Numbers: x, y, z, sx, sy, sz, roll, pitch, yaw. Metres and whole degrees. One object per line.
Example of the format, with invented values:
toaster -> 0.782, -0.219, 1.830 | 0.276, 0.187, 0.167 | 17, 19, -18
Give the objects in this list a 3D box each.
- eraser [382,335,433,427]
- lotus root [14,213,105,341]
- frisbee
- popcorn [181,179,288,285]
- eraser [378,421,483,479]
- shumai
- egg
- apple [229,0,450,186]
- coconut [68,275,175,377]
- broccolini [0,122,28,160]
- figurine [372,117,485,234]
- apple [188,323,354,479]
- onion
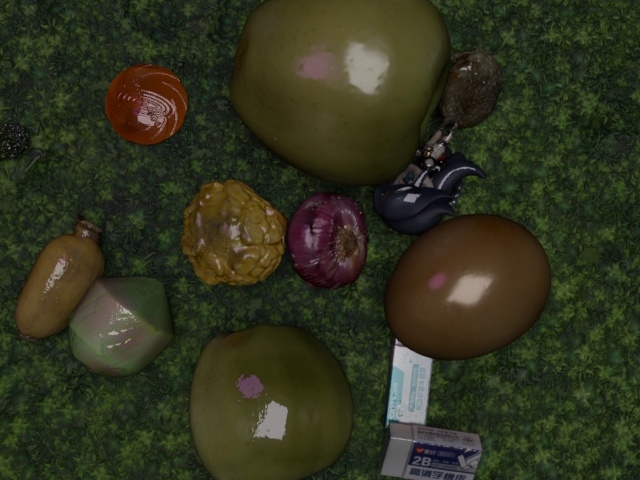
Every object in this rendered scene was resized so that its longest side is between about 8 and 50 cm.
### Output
eraser -> 0.203, 0.323, 1.805 | 0.095, 0.052, 0.225 | 7, 86, -2
lotus root -> -0.570, 0.094, 1.725 | 0.131, 0.146, 0.303 | 29, 88, 34
frisbee -> -0.404, -0.318, 1.812 | 0.192, 0.035, 0.192 | 0, 86, -3
popcorn -> -0.194, -0.009, 1.724 | 0.250, 0.190, 0.250 | -5, 76, 22
eraser -> 0.247, 0.485, 1.770 | 0.210, 0.068, 0.124 | 9, 121, -3
shumai -> 0.333, -0.369, 1.810 | 0.161, 0.209, 0.153 | -21, 56, 9
egg -> 0.314, 0.101, 1.698 | 0.374, 0.301, 0.301 | -21, 88, -9
apple -> 0.049, -0.346, 1.646 | 0.473, 0.473, 0.473 | 0, 87, -3
coconut -> -0.425, 0.179, 1.696 | 0.236, 0.204, 0.236 | -1, 96, -12
broccolini -> -0.750, -0.195, 1.785 | 0.202, 0.068, 0.091 | -32, 76, 11
figurine -> 0.240, -0.133, 1.777 | 0.265, 0.175, 0.197 | -34, 94, 3
apple -> -0.101, 0.348, 1.648 | 0.357, 0.357, 0.357 | 0, 87, -3
onion -> 0.000, 0.000, 1.756 | 0.163, 0.230, 0.230 | 4, 86, 34
